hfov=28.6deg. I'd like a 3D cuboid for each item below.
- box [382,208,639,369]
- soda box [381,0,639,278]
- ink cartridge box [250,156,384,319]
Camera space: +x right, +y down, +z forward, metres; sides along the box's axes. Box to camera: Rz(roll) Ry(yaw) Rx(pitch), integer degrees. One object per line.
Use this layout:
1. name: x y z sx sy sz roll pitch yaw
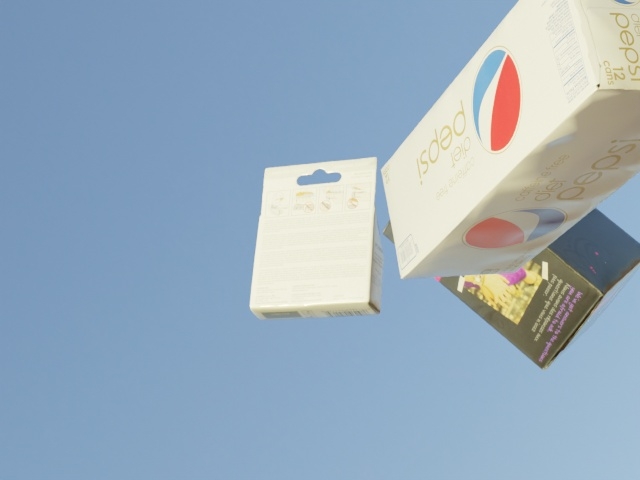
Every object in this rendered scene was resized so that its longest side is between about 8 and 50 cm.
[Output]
1. box: 0.243 0.001 1.565 0.165 0.270 0.143 -30 -23 -51
2. soda box: 0.104 -0.050 0.615 0.074 0.069 0.216 -1 -22 -20
3. ink cartridge box: 0.000 0.000 1.862 0.189 0.232 0.066 -4 -29 20
